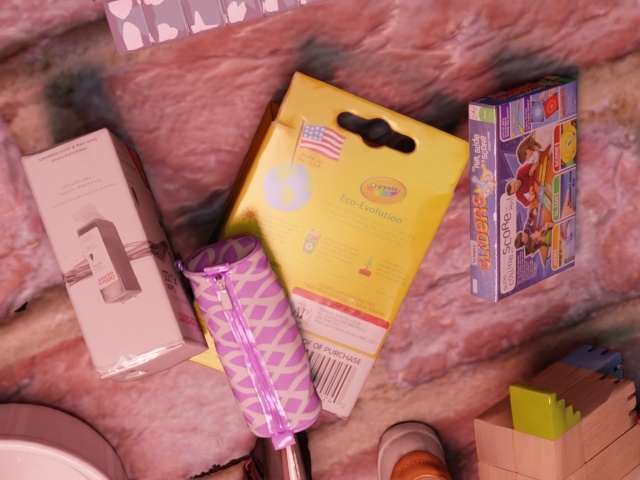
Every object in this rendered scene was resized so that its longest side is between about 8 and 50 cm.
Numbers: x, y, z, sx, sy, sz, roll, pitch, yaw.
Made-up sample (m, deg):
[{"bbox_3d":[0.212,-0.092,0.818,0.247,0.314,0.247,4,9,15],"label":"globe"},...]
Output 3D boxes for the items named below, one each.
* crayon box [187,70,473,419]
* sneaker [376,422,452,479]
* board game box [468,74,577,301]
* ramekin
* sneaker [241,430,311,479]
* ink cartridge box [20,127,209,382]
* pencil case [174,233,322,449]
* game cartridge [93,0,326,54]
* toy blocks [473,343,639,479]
[{"bbox_3d":[0.000,0.000,1.607,0.202,0.081,0.319,22,107,-12],"label":"crayon box"},{"bbox_3d":[0.114,0.351,1.722,0.105,0.123,0.290,-14,111,-3],"label":"sneaker"},{"bbox_3d":[0.204,-0.054,1.591,0.136,0.035,0.201,-20,116,-43],"label":"board game box"},{"bbox_3d":[-0.319,0.304,1.655,0.277,0.135,0.277,-2,110,-5],"label":"ramekin"},{"bbox_3d":[-0.087,0.295,1.683,0.162,0.106,0.281,-4,117,1],"label":"sneaker"},{"bbox_3d":[-0.192,0.018,1.512,0.092,0.158,0.218,-19,83,3],"label":"ink cartridge box"},{"bbox_3d":[-0.064,0.093,1.545,0.086,0.088,0.206,-22,111,2],"label":"pencil case"},{"bbox_3d":[-0.136,-0.367,1.479,0.230,0.068,0.355,-17,110,-4],"label":"game cartridge"},{"bbox_3d":[0.289,0.268,1.657,0.261,0.190,0.381,-28,118,-41],"label":"toy blocks"}]
